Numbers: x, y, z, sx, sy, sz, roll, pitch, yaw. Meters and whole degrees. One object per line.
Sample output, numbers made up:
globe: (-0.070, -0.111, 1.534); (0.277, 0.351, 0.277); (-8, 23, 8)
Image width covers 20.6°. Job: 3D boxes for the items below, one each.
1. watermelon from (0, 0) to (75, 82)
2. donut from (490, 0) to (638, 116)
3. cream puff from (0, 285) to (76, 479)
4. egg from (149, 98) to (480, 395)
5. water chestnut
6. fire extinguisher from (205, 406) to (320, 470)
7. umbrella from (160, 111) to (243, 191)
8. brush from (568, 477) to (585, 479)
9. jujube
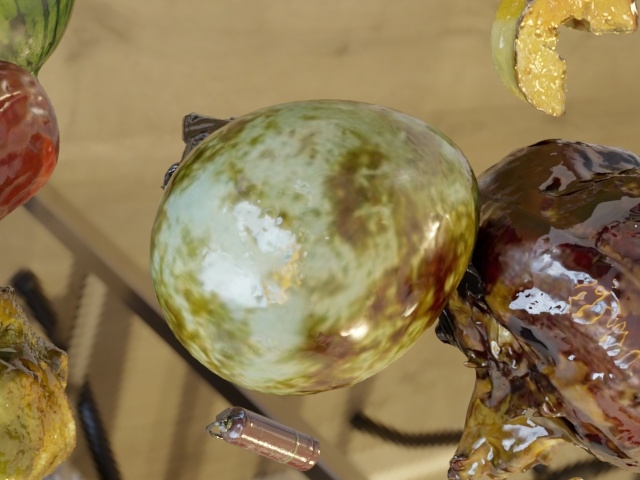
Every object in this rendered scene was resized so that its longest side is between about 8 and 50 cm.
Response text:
watermelon: (-0.375, -0.223, 1.812); (0.331, 0.189, 0.331); (-44, 169, -11)
donut: (0.246, -0.228, 1.849); (0.181, 0.078, 0.146); (-48, 130, -13)
cream puff: (-0.328, 0.120, 1.510); (0.244, 0.244, 0.196); (-4, 104, -44)
egg: (0.000, 0.000, 1.442); (0.289, 0.238, 0.238); (-23, 135, -29)
water chestnut: (0.228, 0.080, 1.567); (0.347, 0.335, 0.335); (-41, 143, 0)
fire extinguisher: (-0.074, 0.226, 2.026); (0.078, 0.045, 0.157); (-22, 145, 38)
umbrella: (-0.130, -0.098, 2.200); (0.357, 0.113, 0.106); (-59, 144, -74)
brush: (0.388, 0.353, 2.229); (0.272, 0.013, 0.103); (29, 88, -39)
jujube: (-0.326, -0.068, 1.368); (0.255, 0.190, 0.190); (-17, 131, -34)
